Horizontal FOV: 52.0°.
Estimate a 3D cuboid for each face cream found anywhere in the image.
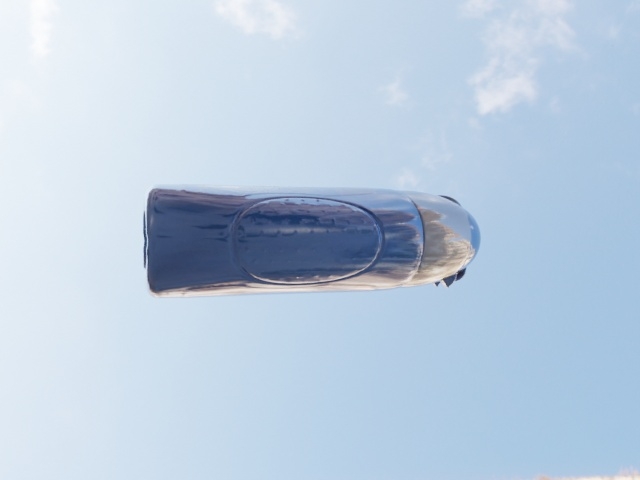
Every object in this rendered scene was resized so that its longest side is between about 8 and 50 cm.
[{"bbox_3d":[0.000,0.000,0.506,0.264,0.149,0.083,0,-88,-17],"label":"face cream"}]
